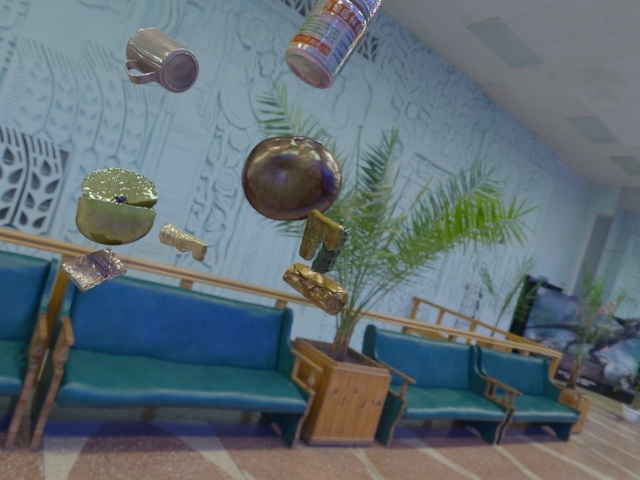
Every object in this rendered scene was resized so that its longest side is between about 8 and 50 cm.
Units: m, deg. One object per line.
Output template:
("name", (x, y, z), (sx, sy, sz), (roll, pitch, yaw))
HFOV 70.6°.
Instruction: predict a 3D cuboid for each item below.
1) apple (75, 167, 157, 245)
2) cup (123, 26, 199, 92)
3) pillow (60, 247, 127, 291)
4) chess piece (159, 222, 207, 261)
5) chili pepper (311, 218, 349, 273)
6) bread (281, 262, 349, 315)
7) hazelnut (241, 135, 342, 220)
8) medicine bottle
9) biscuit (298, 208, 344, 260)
("apple", (-0.742, -0.104, 1.646), (0.258, 0.233, 0.295), (9, 33, -27))
("cup", (-0.724, -0.803, 2.007), (0.273, 0.208, 0.288), (37, 30, 25))
("pillow", (-0.812, 0.099, 1.638), (0.126, 0.043, 0.232), (49, 24, 2))
("chess piece", (-0.764, 0.012, 2.559), (0.301, 0.137, 0.137), (23, 2, 23))
("chili pepper", (0.055, 0.021, 2.071), (0.136, 0.270, 0.099), (5, 25, -35))
("bread", (-0.022, 0.228, 2.237), (0.344, 0.149, 0.195), (30, -12, 37))
("hazelnut", (-0.115, -0.255, 1.841), (0.409, 0.359, 0.359), (1, 1, -2))
("medicine bottle", (0.049, -0.784, 1.696), (0.219, 0.388, 0.219), (31, -10, 6))
("biscuit", (0.000, 0.000, 1.474), (0.039, 0.174, 0.183), (7, 15, -38))
